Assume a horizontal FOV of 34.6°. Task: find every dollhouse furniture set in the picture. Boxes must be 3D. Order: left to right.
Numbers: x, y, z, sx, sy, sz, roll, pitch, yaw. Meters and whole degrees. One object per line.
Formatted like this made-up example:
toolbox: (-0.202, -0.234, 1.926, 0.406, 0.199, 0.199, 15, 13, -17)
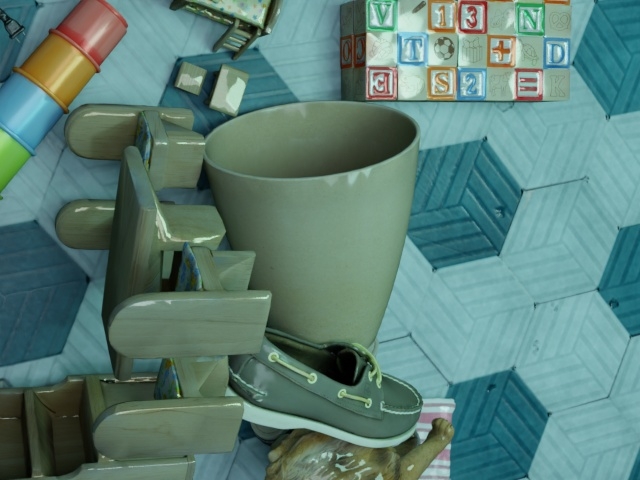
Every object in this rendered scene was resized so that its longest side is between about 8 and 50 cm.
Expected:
dollhouse furniture set: (-0.252, 0.098, 1.101, 0.256, 0.362, 0.394, 0, 125, -22)
dollhouse furniture set: (-0.158, -0.252, 1.221, 0.182, 0.101, 0.161, 17, 89, -21)

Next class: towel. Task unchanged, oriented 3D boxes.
towel: (0.117, 0.314, 1.420, 0.144, 0.029, 0.197, 2, 95, -21)

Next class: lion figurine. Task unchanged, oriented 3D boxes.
lion figurine: (0.090, 0.379, 1.307, 0.240, 0.142, 0.392, -32, 100, -37)

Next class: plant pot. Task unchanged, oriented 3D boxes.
plant pot: (0.000, 0.000, 1.249, 0.256, 0.256, 0.274, -15, 118, -18)

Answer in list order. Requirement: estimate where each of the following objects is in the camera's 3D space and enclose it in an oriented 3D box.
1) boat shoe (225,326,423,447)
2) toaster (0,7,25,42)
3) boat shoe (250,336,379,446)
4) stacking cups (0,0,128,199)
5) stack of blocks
boat shoe: (0.018, 0.167, 1.191, 0.305, 0.109, 0.091, 17, 112, -39)
toaster: (-0.453, -0.242, 1.104, 0.227, 0.129, 0.146, 38, 86, -21)
boat shoe: (-0.006, 0.195, 1.358, 0.206, 0.075, 0.065, -39, 150, -18)
stacking cups: (-0.336, -0.142, 1.179, 0.096, 0.096, 0.316, 44, 78, -19)
stack of blocks: (0.179, -0.268, 1.351, 0.297, 0.087, 0.171, -3, 96, -20)
